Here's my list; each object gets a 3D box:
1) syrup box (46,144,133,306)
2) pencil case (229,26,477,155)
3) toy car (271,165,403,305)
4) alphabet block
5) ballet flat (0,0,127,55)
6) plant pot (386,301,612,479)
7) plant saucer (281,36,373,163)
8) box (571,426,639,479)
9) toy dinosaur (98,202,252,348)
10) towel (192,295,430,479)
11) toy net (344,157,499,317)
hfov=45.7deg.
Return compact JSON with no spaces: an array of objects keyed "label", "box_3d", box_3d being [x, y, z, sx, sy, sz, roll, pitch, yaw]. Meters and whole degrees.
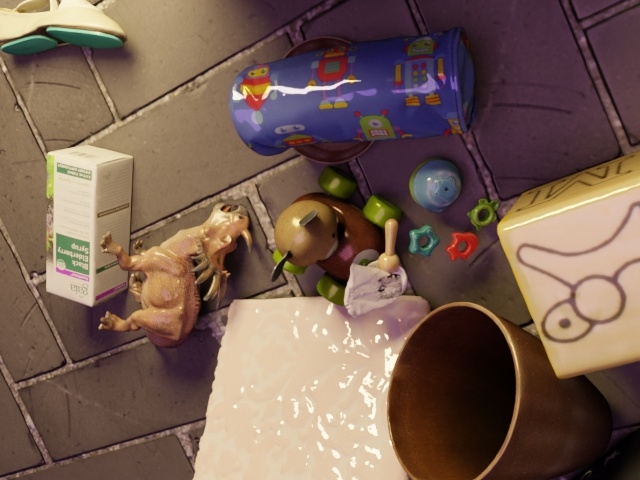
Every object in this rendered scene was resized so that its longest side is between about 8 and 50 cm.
[{"label":"syrup box","box_3d":[-0.368,-0.024,1.209,0.093,0.096,0.236,15,110,20]},{"label":"pencil case","box_3d":[0.041,-0.172,0.931,0.306,0.119,0.133,-4,145,25]},{"label":"toy car","box_3d":[0.000,0.000,0.980,0.149,0.188,0.155,34,105,12]},{"label":"alphabet block","box_3d":[0.335,0.016,0.843,0.197,0.193,0.192,-20,95,28]},{"label":"ballet flat","box_3d":[-0.394,-0.331,1.144,0.249,0.086,0.086,3,106,25]},{"label":"plant pot","box_3d":[0.237,0.205,0.919,0.231,0.215,0.215,18,121,-30]},{"label":"plant saucer","box_3d":[0.012,-0.188,1.023,0.169,0.029,0.168,6,107,22]},{"label":"box","box_3d":[0.433,0.365,0.722,0.297,0.480,0.471,42,121,7]},{"label":"toy dinosaur","box_3d":[-0.220,0.082,1.163,0.201,0.127,0.295,18,118,12]},{"label":"towel","box_3d":[-0.015,0.235,1.041,0.317,0.053,0.331,-3,62,27]},{"label":"toy net","box_3d":[0.119,0.010,0.981,0.122,0.045,0.232,39,92,-21]}]
